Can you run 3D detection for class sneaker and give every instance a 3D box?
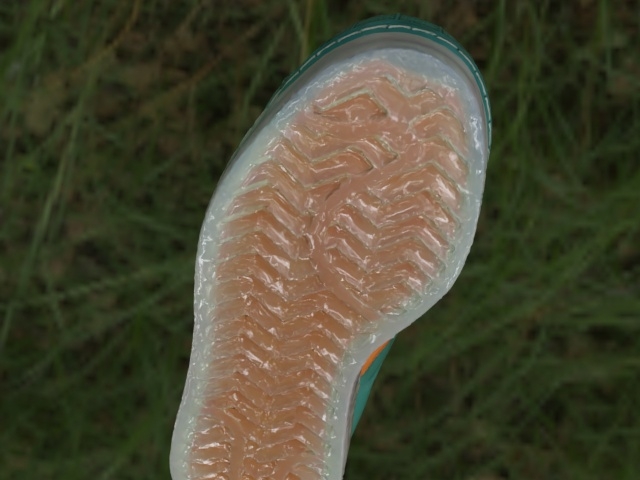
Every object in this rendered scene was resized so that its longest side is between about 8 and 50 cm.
[{"bbox_3d":[0.000,0.000,0.825,0.108,0.121,0.302,18,135,-5],"label":"sneaker"}]
